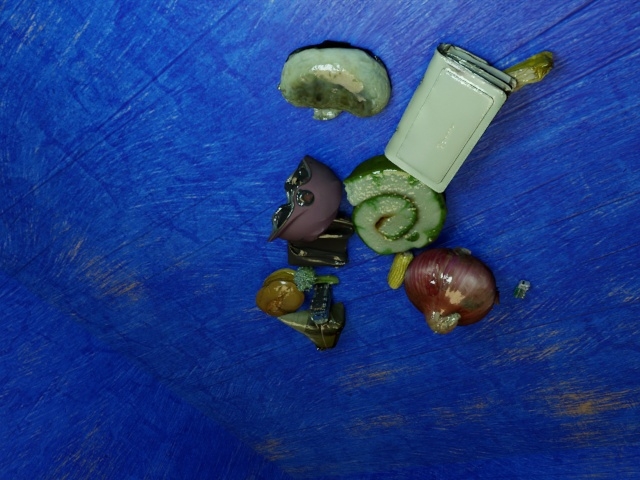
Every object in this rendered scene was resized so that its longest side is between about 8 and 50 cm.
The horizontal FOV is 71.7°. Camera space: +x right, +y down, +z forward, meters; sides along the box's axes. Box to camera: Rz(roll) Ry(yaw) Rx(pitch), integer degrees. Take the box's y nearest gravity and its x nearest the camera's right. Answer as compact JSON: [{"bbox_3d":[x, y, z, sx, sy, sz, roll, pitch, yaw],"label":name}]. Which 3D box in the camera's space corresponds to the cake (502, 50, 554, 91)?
[{"bbox_3d":[0.548,-0.440,1.212,0.185,0.116,0.079,-19,121,24],"label":"cake"}]

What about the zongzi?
[{"bbox_3d":[-0.056,0.414,2.050,0.318,0.154,0.289,1,136,-12],"label":"zongzi"}]

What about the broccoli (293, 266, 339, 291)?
[{"bbox_3d":[-0.013,0.160,1.883,0.204,0.118,0.122,6,169,-31],"label":"broccoli"}]

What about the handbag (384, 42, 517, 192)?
[{"bbox_3d":[0.362,-0.352,1.295,0.237,0.160,0.358,33,135,8],"label":"handbag"}]

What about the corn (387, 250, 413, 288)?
[{"bbox_3d":[0.319,0.117,1.786,0.072,0.072,0.203,15,133,3],"label":"corn"}]

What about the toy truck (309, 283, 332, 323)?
[{"bbox_3d":[0.008,0.268,1.916,0.074,0.201,0.088,-13,128,21],"label":"toy truck"}]

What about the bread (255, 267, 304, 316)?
[{"bbox_3d":[-0.177,0.243,1.988,0.196,0.142,0.269,33,129,-15],"label":"bread"}]

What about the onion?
[{"bbox_3d":[0.490,0.174,1.646,0.354,0.353,0.353,8,132,9],"label":"onion"}]

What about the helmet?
[{"bbox_3d":[-0.040,-0.116,1.523,0.197,0.338,0.271,22,155,-16],"label":"helmet"}]

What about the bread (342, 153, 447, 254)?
[{"bbox_3d":[0.245,-0.119,1.546,0.382,0.129,0.366,29,131,-9],"label":"bread"}]

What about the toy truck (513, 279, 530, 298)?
[{"bbox_3d":[0.789,0.192,1.739,0.044,0.039,0.083,19,136,18],"label":"toy truck"}]

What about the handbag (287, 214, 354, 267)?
[{"bbox_3d":[0.000,0.000,1.753,0.257,0.113,0.285,9,132,-1],"label":"handbag"}]

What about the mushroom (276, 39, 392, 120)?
[{"bbox_3d":[0.037,-0.459,1.326,0.345,0.130,0.247,18,128,1],"label":"mushroom"}]
